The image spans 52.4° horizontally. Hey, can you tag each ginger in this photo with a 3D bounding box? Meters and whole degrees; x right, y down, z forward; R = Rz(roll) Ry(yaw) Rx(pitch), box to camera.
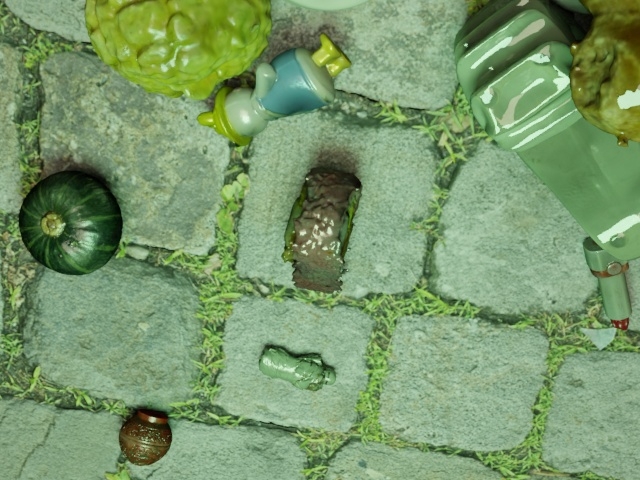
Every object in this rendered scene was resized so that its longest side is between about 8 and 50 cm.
[{"bbox_3d":[0.393,-0.278,0.670,0.274,0.152,0.357,-3,93,-9],"label":"ginger"}]

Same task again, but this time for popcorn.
[{"bbox_3d":[-0.181,-0.318,0.876,0.237,0.206,0.251,15,81,11],"label":"popcorn"}]

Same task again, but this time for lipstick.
[{"bbox_3d":[0.490,0.080,1.083,0.063,0.057,0.186,-19,113,10],"label":"lipstick"}]

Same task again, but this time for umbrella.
[{"bbox_3d":[-0.041,0.232,1.169,0.143,0.062,0.067,14,82,-3],"label":"umbrella"}]

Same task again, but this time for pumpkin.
[{"bbox_3d":[-0.396,-0.026,1.037,0.167,0.125,0.167,0,89,-1],"label":"pumpkin"}]

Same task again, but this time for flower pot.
[{"bbox_3d":[0.333,-0.162,0.875,0.164,0.254,0.367,-37,109,30],"label":"flower pot"}]

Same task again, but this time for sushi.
[{"bbox_3d":[0.006,-0.019,1.028,0.107,0.241,0.161,15,71,8],"label":"sushi"}]

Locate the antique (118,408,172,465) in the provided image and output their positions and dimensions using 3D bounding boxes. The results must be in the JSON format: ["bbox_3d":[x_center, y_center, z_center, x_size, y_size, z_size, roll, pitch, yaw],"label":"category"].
[{"bbox_3d":[-0.327,0.370,1.214,0.104,0.104,0.104,1,113,2],"label":"antique"}]

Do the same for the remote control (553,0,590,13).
[{"bbox_3d":[0.373,-0.421,0.797,0.332,0.103,0.221,-37,114,-18],"label":"remote control"}]

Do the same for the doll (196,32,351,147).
[{"bbox_3d":[-0.070,-0.210,0.950,0.241,0.135,0.099,-20,105,22],"label":"doll"}]

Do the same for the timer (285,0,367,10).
[{"bbox_3d":[0.009,-0.395,0.783,0.233,0.240,0.233,-6,111,-14],"label":"timer"}]
